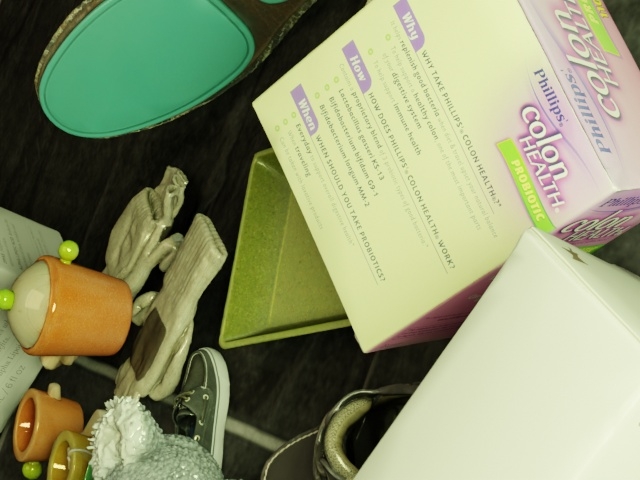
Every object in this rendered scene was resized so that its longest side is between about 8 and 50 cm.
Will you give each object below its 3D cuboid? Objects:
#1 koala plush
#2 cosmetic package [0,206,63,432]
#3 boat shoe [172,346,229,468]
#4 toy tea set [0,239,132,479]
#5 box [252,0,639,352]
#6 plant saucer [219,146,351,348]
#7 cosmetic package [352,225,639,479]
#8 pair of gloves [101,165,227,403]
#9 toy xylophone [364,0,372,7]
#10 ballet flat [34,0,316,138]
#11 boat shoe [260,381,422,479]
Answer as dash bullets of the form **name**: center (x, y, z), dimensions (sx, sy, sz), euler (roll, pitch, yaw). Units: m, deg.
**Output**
- **koala plush**: center (-0.156, 0.243, 1.317), dimensions (0.221, 0.196, 0.203), euler (-54, 7, 18)
- **cosmetic package**: center (-0.468, 0.039, 1.666), dimensions (0.217, 0.385, 0.156), euler (-55, 36, 17)
- **boat shoe**: center (-0.111, 0.156, 1.428), dimensions (0.049, 0.040, 0.142), euler (-31, 48, 40)
- **toy tea set**: center (-0.274, 0.166, 1.522), dimensions (0.200, 0.124, 0.336), euler (-30, 53, 55)
- **box**: center (0.103, -0.071, 1.142), dimensions (0.243, 0.117, 0.213), euler (-37, 70, 37)
- **plant saucer**: center (0.000, 0.000, 1.367), dimensions (0.188, 0.045, 0.188), euler (-14, 60, 49)
- **cosmetic package**: center (0.119, 0.199, 0.968), dimensions (0.365, 0.197, 0.155), euler (-57, 36, 16)
- **pair of gloves**: center (-0.160, 0.047, 1.555), dimensions (0.204, 0.042, 0.240), euler (-64, 29, 14)
- **toy xylophone**: center (0.152, -0.235, 1.263), dimensions (0.236, 0.081, 0.322), euler (33, 96, 42)
- **ballet flat**: center (-0.079, -0.267, 1.559), dimensions (0.483, 0.164, 0.182), euler (-33, 25, 31)
- **boat shoe**: center (0.041, 0.153, 1.183), dimensions (0.285, 0.092, 0.102), euler (-18, 57, 47)
